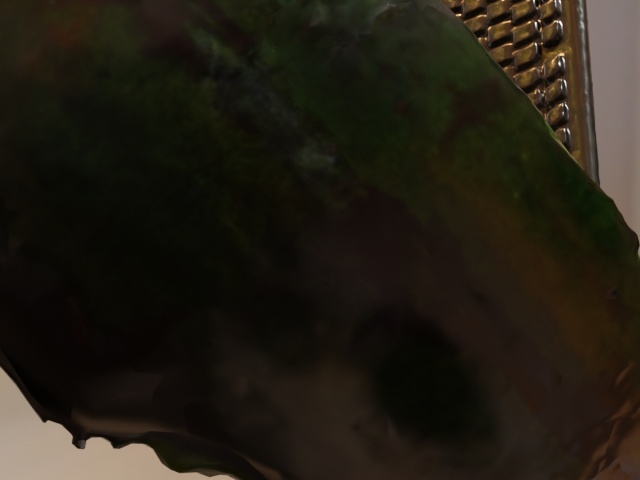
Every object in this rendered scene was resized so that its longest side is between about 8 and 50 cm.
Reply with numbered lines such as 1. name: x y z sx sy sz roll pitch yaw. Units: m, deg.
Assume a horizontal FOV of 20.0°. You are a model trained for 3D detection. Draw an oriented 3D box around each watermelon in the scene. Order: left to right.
1. watermelon: -0.031 -0.020 0.424 0.301 0.123 0.129 37 0 11

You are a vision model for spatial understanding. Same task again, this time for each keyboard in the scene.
1. keyboard: 0.053 -0.044 0.538 0.011 0.067 0.202 38 43 -43
